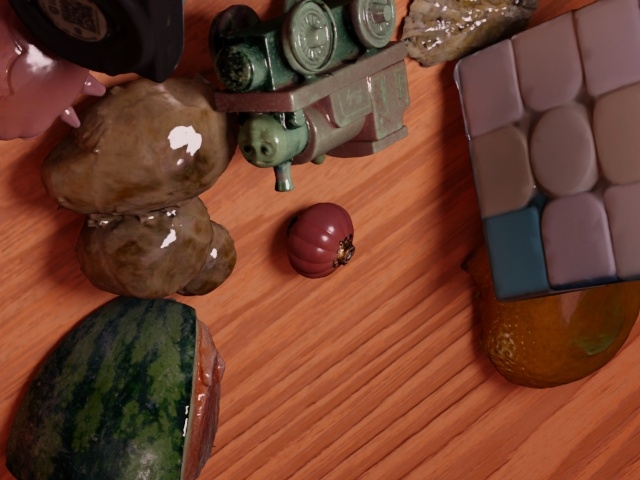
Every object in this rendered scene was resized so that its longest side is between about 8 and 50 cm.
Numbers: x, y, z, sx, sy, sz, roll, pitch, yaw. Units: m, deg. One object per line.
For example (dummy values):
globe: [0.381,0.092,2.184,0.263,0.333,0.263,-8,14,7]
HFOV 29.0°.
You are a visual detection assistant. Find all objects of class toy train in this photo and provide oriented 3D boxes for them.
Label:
toy train: [-0.009,-0.190,1.485,0.304,0.150,0.221,-30,119,-49]

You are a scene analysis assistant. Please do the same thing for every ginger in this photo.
ginger: [-0.204,-0.043,1.501,0.245,0.155,0.304,-23,131,-28]

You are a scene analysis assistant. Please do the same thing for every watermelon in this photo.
watermelon: [-0.256,0.214,1.611,0.251,0.292,0.283,18,76,2]

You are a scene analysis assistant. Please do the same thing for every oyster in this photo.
oyster: [0.206,-0.297,1.659,0.209,0.072,0.132,-12,115,-23]

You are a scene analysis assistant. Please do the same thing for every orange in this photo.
orange: [0.376,0.077,1.890,0.263,0.196,0.334,-20,115,-37]

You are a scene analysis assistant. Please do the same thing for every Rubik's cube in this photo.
Rubik's cube: [0.430,-0.120,1.619,0.344,0.347,0.346,-7,87,-34]

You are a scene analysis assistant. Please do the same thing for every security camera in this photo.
security camera: [-0.191,-0.330,1.300,0.197,0.191,0.277,92,24,-58]

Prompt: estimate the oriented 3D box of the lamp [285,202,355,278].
lamp: [0.000,0.000,1.664,0.107,0.092,0.107,-51,159,-28]

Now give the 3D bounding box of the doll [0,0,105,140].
doll: [-0.328,-0.219,1.365,0.211,0.093,0.261,14,91,-28]
